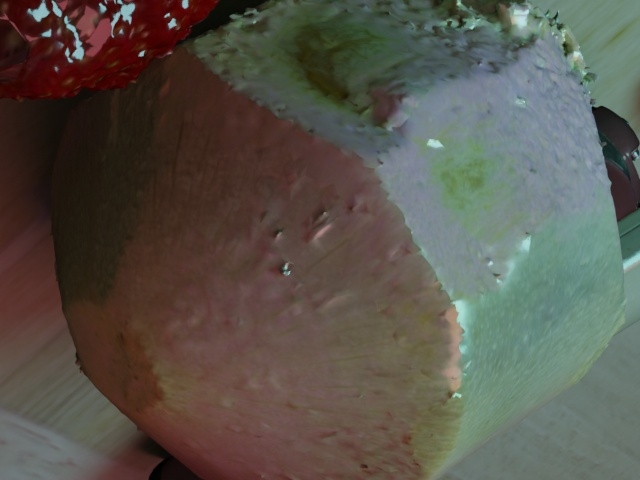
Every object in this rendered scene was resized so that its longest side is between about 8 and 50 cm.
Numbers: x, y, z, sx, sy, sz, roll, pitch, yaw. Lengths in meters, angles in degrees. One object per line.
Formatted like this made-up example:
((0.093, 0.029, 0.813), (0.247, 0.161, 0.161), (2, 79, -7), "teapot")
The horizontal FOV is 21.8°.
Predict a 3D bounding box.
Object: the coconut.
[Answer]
((0.000, 0.000, 0.707), (0.245, 0.233, 0.233), (-26, 147, -45), "coconut")

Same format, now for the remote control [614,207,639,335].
((0.159, 0.043, 1.038), (0.221, 0.042, 0.078), (-30, 142, -6), "remote control")

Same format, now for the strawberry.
((-0.082, -0.117, 0.588), (0.131, 0.148, 0.131), (-1, 122, -1), "strawberry")

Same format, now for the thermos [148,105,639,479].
((0.058, 0.057, 0.921), (0.330, 0.109, 0.136), (-47, 141, 15), "thermos")
